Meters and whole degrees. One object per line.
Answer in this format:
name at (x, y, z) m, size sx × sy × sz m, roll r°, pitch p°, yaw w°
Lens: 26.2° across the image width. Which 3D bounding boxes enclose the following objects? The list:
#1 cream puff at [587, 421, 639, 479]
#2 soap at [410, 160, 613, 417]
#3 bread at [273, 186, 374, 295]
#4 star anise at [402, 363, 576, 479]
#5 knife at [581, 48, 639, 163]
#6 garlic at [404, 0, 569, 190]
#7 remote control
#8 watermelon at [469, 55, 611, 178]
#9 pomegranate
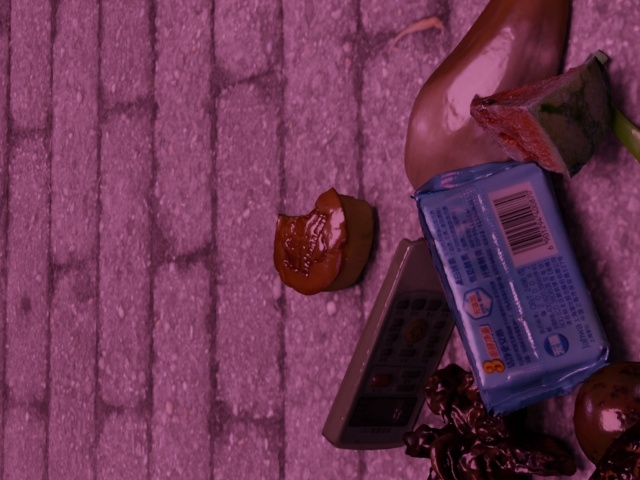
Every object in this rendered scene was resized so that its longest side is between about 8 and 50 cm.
cream puff at (0.352, 0.271, 1.243) m, size 0.239 × 0.165 × 0.239 m, roll 9°, pitch 117°, yaw 19°
soap at (0.208, 0.043, 1.491) m, size 0.156 × 0.077 × 0.293 m, roll -16°, pitch 69°, yaw 2°
bread at (0.003, 0.009, 1.789) m, size 0.156 × 0.086 × 0.125 m, roll -22°, pitch 71°, yaw 48°
star anise at (0.175, 0.230, 1.536) m, size 0.220 × 0.126 × 0.190 m, roll 13°, pitch 85°, yaw 50°
knife at (0.317, -0.129, 1.475) m, size 0.166 × 0.023 × 0.078 m, roll 59°, pitch 134°, yaw 35°
garlic at (0.192, -0.180, 1.581) m, size 0.143 × 0.112 × 0.318 m, roll 45°, pitch 109°, yaw 46°
remote control at (0.099, 0.124, 1.639) m, size 0.038 × 0.123 × 0.285 m, roll 42°, pitch 116°, yaw 45°
watermelon at (0.227, -0.117, 1.456) m, size 0.158 × 0.121 × 0.097 m, roll -13°, pitch 109°, yaw 26°
pomegranate at (0.316, 0.176, 1.375) m, size 0.130 × 0.130 × 0.130 m, roll -6°, pitch 83°, yaw 50°
